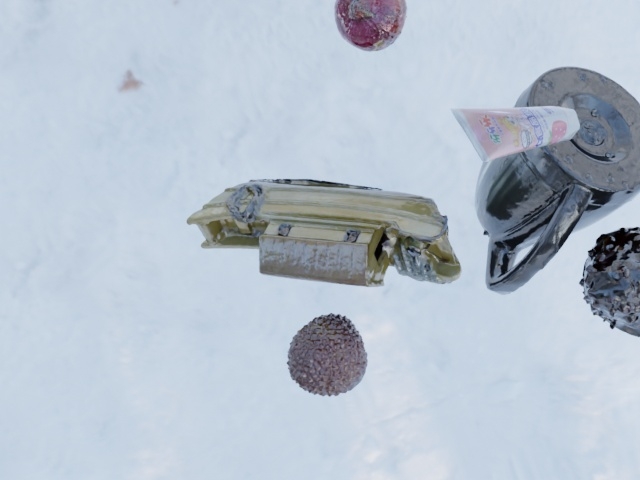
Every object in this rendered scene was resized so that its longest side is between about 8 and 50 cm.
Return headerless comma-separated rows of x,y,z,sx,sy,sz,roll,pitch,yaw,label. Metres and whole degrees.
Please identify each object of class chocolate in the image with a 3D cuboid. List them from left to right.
0.388,0.061,1.408,0.156,0.133,0.156,9,107,33,chocolate

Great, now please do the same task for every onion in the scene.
0.070,-0.320,1.536,0.107,0.097,0.107,0,92,15,onion

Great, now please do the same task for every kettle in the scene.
0.323,-0.070,1.540,0.207,0.271,0.250,-6,66,-26,kettle

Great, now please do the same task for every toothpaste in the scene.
0.214,-0.121,1.182,0.043,0.194,0.067,-41,71,40,toothpaste

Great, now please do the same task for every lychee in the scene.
0.010,0.171,1.605,0.123,0.129,0.123,3,97,27,lychee

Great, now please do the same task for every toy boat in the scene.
0.000,0.000,1.645,0.446,0.136,0.162,8,56,30,toy boat
